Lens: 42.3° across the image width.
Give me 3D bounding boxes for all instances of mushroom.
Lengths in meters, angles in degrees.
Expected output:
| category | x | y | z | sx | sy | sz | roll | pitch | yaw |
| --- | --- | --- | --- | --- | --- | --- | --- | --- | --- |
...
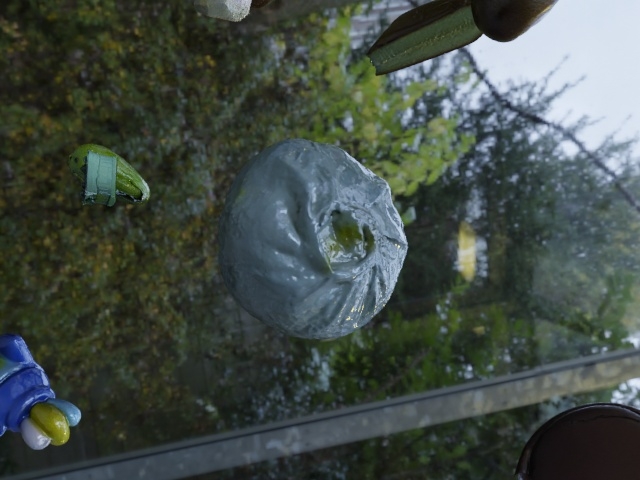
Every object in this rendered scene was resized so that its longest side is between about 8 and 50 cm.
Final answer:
| category | x | y | z | sx | sy | sz | roll | pitch | yaw |
| --- | --- | --- | --- | --- | --- | --- | --- | --- | --- |
| mushroom | 0.363 | -0.456 | 1.441 | 0.153 | 0.253 | 0.253 | 39 | -15 | 2 |

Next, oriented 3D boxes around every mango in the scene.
| category | x | y | z | sx | sy | sz | roll | pitch | yaw |
| --- | --- | --- | --- | --- | --- | --- | --- | --- | --- |
| mango | -0.377 | -0.121 | 1.503 | 0.091 | 0.165 | 0.074 | 28 | -91 | 55 |

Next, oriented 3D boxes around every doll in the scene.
| category | x | y | z | sx | sy | sz | roll | pitch | yaw |
| --- | --- | --- | --- | --- | --- | --- | --- | --- | --- |
| doll | -0.633 | 0.304 | 1.508 | 0.187 | 0.365 | 0.376 | 100 | -30 | -63 |

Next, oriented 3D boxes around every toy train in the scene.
| category | x | y | z | sx | sy | sz | roll | pitch | yaw |
| --- | --- | --- | --- | --- | --- | --- | --- | --- | --- |
| toy train | -0.353 | -0.099 | 1.320 | 0.038 | 0.056 | 0.093 | 130 | -39 | -54 |

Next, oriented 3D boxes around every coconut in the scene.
| category | x | y | z | sx | sy | sz | roll | pitch | yaw |
| --- | --- | --- | --- | --- | --- | --- | --- | --- | --- |
| coconut | -0.187 | -0.499 | 1.625 | 0.116 | 0.116 | 0.122 | -122 | -139 | -65 |

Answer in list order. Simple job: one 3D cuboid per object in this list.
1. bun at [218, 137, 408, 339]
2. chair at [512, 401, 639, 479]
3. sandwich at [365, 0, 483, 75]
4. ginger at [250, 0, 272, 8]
| category | x | y | z | sx | sy | sz | roll | pitch | yaw |
| --- | --- | --- | --- | --- | --- | --- | --- | --- | --- |
| bun | 0.000 | 0.000 | 1.428 | 0.211 | 0.362 | 0.362 | -9 | -89 | 52 |
| chair | 0.394 | 0.380 | 1.097 | 0.401 | 0.226 | 0.226 | 62 | 3 | -37 |
| sandwich | 0.221 | -0.428 | 1.717 | 0.094 | 0.258 | 0.096 | 59 | 27 | -29 |
| ginger | -0.137 | -0.687 | 1.927 | 0.274 | 0.152 | 0.358 | 32 | -81 | 57 |
